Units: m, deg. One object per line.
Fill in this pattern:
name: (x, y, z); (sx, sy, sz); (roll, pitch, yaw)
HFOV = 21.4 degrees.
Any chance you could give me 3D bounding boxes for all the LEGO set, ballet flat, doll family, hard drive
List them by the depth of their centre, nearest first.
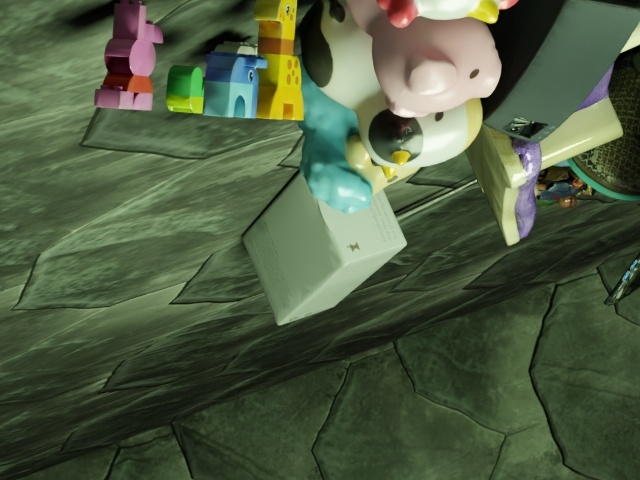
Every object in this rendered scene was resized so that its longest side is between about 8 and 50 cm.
hard drive: (0.151, -0.177, 1.152); (0.054, 0.172, 0.255); (-3, 166, -9)
LEGO set: (-0.062, -0.133, 1.172); (0.087, 0.093, 0.227); (7, -175, 20)
ballet flat: (0.417, -0.167, 1.860); (0.182, 0.164, 0.483); (-54, 161, 26)
doll family: (0.311, -0.081, 2.142); (0.111, 0.076, 0.193); (0, 177, -12)

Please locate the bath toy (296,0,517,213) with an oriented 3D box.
bath toy: (0.059, -0.134, 1.149); (0.129, 0.151, 0.348); (-58, 179, -23)

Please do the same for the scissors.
scissors: (0.062, -0.011, 2.150); (0.297, 0.021, 0.109); (-27, 167, 30)

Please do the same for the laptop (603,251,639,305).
laptop: (0.332, -0.099, 1.607); (0.234, 0.136, 0.264); (-22, 147, -59)

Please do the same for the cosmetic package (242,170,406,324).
cosmetic package: (0.000, 0.000, 1.829); (0.085, 0.117, 0.231); (-18, 170, -26)

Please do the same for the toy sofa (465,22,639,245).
toy sofa: (0.195, -0.125, 1.453); (0.150, 0.177, 0.362); (-24, 169, 2)
